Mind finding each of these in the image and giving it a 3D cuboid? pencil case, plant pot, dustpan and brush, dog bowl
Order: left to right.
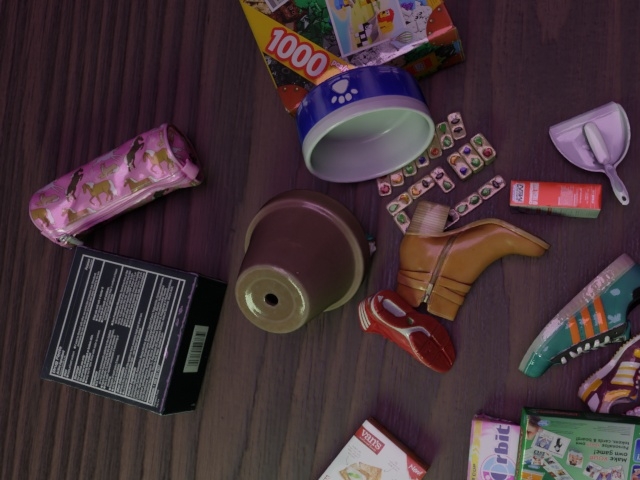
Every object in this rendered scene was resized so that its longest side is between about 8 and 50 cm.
[{"bbox_3d":[-0.453,-0.121,1.730,0.386,0.160,0.167,-27,85,10],"label":"pencil case"},{"bbox_3d":[-0.056,0.063,1.508,0.263,0.229,0.263,9,120,16],"label":"plant pot"},{"bbox_3d":[0.086,-0.226,1.534,0.265,0.265,0.104,-21,65,12],"label":"dog bowl"},{"bbox_3d":[0.552,-0.162,1.508,0.147,0.060,0.211,-22,77,12],"label":"dustpan and brush"}]

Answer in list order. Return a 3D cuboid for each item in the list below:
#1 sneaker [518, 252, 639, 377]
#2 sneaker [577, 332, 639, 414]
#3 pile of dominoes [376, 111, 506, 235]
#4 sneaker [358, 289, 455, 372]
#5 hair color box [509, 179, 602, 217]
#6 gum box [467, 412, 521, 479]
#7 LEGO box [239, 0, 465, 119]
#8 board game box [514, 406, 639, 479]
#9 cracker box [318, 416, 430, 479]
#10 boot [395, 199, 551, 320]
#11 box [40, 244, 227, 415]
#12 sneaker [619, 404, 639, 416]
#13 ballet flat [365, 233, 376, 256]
[{"bbox_3d":[0.510,0.165,1.451,0.302,0.108,0.121,-45,70,4],"label":"sneaker"},{"bbox_3d":[0.570,0.253,1.431,0.185,0.069,0.084,-44,56,3],"label":"sneaker"},{"bbox_3d":[0.241,-0.130,1.601,0.251,0.040,0.196,-36,75,8],"label":"pile of dominoes"},{"bbox_3d":[0.168,0.183,1.568,0.221,0.128,0.087,47,68,-11],"label":"sneaker"},{"bbox_3d":[0.457,-0.081,1.507,0.167,0.093,0.053,3,83,15],"label":"hair color box"},{"bbox_3d":[0.341,0.432,1.485,0.107,0.062,0.188,4,84,16],"label":"gum box"},{"bbox_3d":[0.028,-0.537,1.634,0.373,0.193,0.500,-26,77,11],"label":"LEGO box"},{"bbox_3d":[0.514,0.419,1.387,0.317,0.046,0.213,5,100,3],"label":"board game box"},{"bbox_3d":[0.086,0.494,1.545,0.156,0.067,0.232,38,93,16],"label":"cracker box"},{"bbox_3d":[0.292,0.055,1.530,0.284,0.109,0.220,15,92,9],"label":"boot"},{"bbox_3d":[-0.394,0.189,1.658,0.294,0.183,0.296,13,84,16],"label":"box"},{"bbox_3d":[0.570,0.360,1.431,0.170,0.063,0.074,-28,70,5],"label":"sneaker"},{"bbox_3d":[0.000,0.000,1.631,0.241,0.091,0.077,18,110,20],"label":"ballet flat"}]
